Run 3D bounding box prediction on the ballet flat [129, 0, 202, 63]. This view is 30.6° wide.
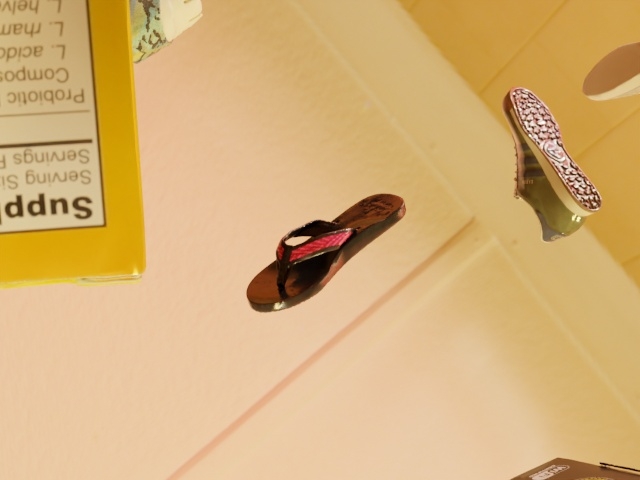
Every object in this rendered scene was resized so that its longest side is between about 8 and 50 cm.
[{"bbox_3d":[-0.132,-0.227,1.066,0.070,0.070,0.188,20,-135,-8],"label":"ballet flat"}]

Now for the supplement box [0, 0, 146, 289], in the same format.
[{"bbox_3d":[-0.186,-0.164,0.486,0.194,0.195,0.357,-4,-79,-11],"label":"supplement box"}]

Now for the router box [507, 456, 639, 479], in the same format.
[{"bbox_3d":[0.045,0.094,0.277,0.122,0.092,0.038,-18,-83,-28],"label":"router box"}]

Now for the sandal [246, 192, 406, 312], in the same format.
[{"bbox_3d":[0.000,0.000,1.011,0.179,0.067,0.040,-38,-53,-27],"label":"sandal"}]

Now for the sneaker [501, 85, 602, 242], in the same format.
[{"bbox_3d":[0.245,-0.082,1.352,0.064,0.086,0.192,0,-129,-35],"label":"sneaker"}]

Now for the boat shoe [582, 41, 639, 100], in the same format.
[{"bbox_3d":[0.368,-0.185,1.261,0.063,0.184,0.066,35,-129,-26],"label":"boat shoe"}]
